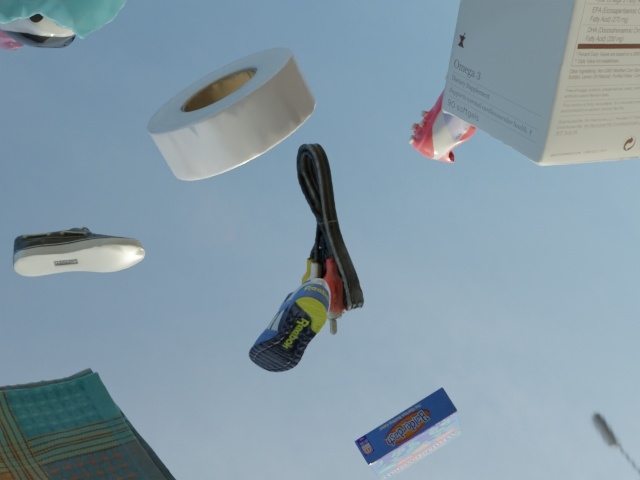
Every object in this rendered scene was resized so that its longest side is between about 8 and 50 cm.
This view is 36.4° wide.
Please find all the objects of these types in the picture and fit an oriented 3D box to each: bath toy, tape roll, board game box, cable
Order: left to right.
[{"bbox_3d":[-0.293,-0.209,0.812,0.129,0.348,0.151,-48,-63,-21],"label":"bath toy"},{"bbox_3d":[-0.153,-0.220,1.677,0.100,0.286,0.286,61,-144,-24],"label":"tape roll"},{"bbox_3d":[0.000,0.000,1.441,0.072,0.139,0.287,-12,-82,-23],"label":"cable"},{"bbox_3d":[0.145,0.316,1.561,0.047,0.160,0.210,58,178,22],"label":"board game box"}]

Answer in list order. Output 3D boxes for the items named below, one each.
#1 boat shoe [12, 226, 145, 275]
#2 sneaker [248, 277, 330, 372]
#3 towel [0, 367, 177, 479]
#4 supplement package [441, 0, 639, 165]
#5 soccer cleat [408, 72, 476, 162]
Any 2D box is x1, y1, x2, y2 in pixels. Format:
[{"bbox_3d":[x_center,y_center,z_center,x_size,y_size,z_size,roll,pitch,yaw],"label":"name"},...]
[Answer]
[{"bbox_3d":[-0.413,0.009,1.664,0.219,0.078,0.070,-3,-128,-13],"label":"boat shoe"},{"bbox_3d":[-0.031,0.097,1.096,0.053,0.144,0.059,32,-141,-12],"label":"sneaker"},{"bbox_3d":[-0.300,0.241,0.929,0.370,0.040,0.271,-2,-141,-51],"label":"towel"},{"bbox_3d":[0.155,-0.148,0.583,0.105,0.179,0.105,-6,-152,-28],"label":"supplement package"},{"bbox_3d":[0.237,-0.224,1.590,0.095,0.248,0.083,25,-136,-13],"label":"soccer cleat"}]
